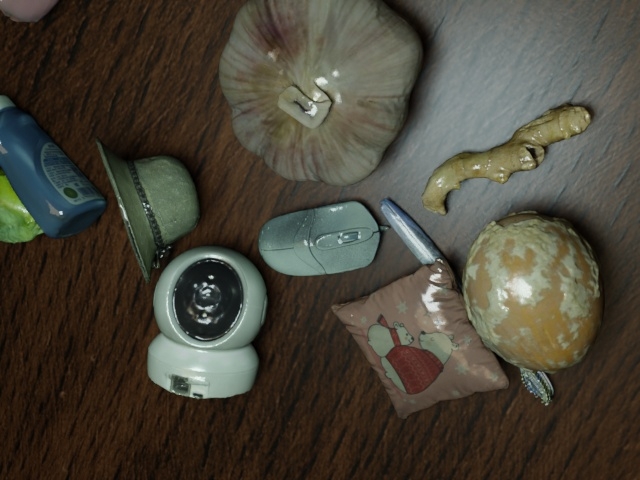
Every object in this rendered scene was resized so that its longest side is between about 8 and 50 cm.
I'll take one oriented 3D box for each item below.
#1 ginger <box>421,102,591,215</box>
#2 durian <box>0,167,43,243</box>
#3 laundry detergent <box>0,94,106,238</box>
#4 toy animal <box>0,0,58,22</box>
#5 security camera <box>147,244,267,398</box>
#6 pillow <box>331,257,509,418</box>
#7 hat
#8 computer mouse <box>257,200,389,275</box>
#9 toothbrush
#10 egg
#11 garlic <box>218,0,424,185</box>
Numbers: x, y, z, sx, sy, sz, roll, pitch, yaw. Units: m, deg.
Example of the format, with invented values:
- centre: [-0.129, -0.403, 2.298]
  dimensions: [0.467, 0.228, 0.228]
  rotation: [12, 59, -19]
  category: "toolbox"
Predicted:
- centre: [0.269, -0.117, 1.267]
  dimensions: [0.288, 0.075, 0.089]
  rotation: [-30, 50, 23]
  category: "ginger"
- centre: [-0.602, -0.061, 1.544]
  dimensions: [0.250, 0.101, 0.139]
  rotation: [7, 105, 16]
  category: "durian"
- centre: [-0.507, -0.137, 1.479]
  dimensions: [0.094, 0.143, 0.290]
  rotation: [-44, 83, 24]
  category: "laundry detergent"
- centre: [-0.473, -0.482, 1.384]
  dimensions: [0.169, 0.195, 0.281]
  rotation: [23, 118, -30]
  category: "toy animal"
- centre: [-0.183, 0.123, 1.409]
  dimensions: [0.194, 0.194, 0.236]
  rotation: [13, 100, 15]
  category: "security camera"
- centre: [0.156, 0.163, 1.350]
  dimensions: [0.223, 0.084, 0.236]
  rotation: [-30, 90, 34]
  category: "pillow"
- centre: [-0.270, -0.067, 1.405]
  dimensions: [0.130, 0.257, 0.257]
  rotation: [-18, 97, -11]
  category: "hat"
- centre: [-0.003, 0.002, 1.382]
  dimensions: [0.229, 0.068, 0.113]
  rotation: [-9, 100, 20]
  category: "computer mouse"
- centre: [0.231, 0.093, 1.345]
  dimensions: [0.035, 0.042, 0.413]
  rotation: [-42, 85, 21]
  category: "toothbrush"
- centre: [0.310, 0.076, 1.227]
  dimensions: [0.203, 0.203, 0.245]
  rotation: [-20, 96, 21]
  category: "egg"
- centre: [-0.006, -0.237, 1.260]
  dimensions: [0.322, 0.241, 0.322]
  rotation: [-4, 82, 30]
  category: "garlic"
